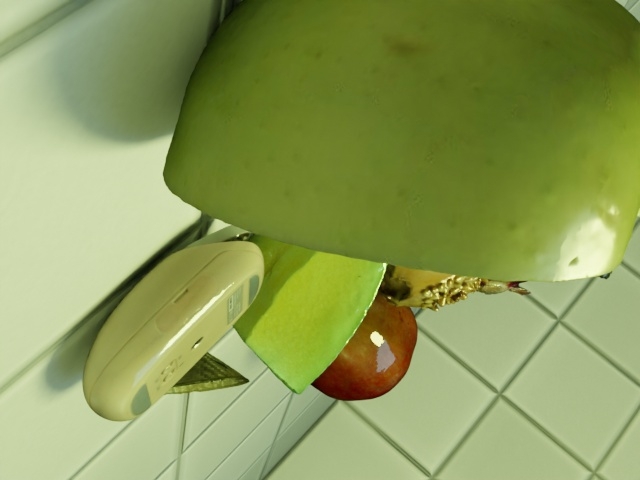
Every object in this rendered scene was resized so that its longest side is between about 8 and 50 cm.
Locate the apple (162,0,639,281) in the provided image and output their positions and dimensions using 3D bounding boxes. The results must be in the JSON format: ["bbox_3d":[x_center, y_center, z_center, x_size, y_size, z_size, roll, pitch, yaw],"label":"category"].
[{"bbox_3d":[0.068,-0.078,0.688,0.311,0.360,0.320,-66,156,-22],"label":"apple"}]

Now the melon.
[{"bbox_3d":[0.000,0.000,1.079,0.124,0.196,0.323,23,104,-47],"label":"melon"}]

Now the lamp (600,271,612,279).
[{"bbox_3d":[0.313,-0.097,1.526,0.272,0.374,0.205,69,37,-51],"label":"lamp"}]

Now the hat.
[{"bbox_3d":[-0.165,0.157,1.153,0.146,0.067,0.146,-7,167,-2],"label":"hat"}]

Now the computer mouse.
[{"bbox_3d":[-0.152,0.081,0.924,0.236,0.082,0.145,-47,166,-21],"label":"computer mouse"}]

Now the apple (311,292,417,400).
[{"bbox_3d":[0.046,0.150,1.464,0.234,0.234,0.234,-47,166,-15],"label":"apple"}]

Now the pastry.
[{"bbox_3d":[0.166,-0.055,1.205,0.310,0.162,0.255,-70,161,-46],"label":"pastry"}]

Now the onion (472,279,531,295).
[{"bbox_3d":[0.325,-0.075,1.758,0.159,0.267,0.348,82,7,-76],"label":"onion"}]
